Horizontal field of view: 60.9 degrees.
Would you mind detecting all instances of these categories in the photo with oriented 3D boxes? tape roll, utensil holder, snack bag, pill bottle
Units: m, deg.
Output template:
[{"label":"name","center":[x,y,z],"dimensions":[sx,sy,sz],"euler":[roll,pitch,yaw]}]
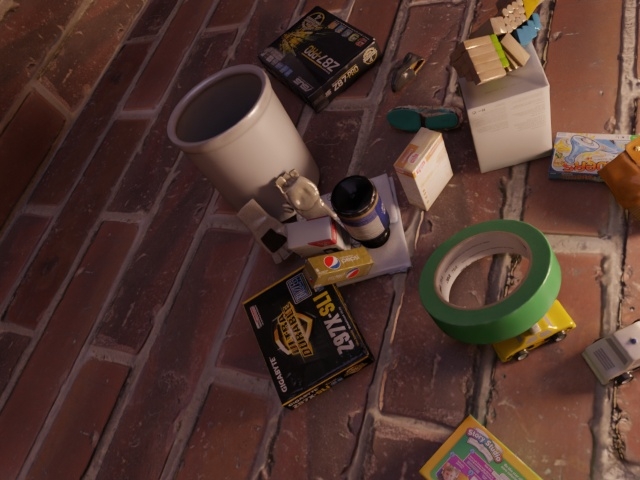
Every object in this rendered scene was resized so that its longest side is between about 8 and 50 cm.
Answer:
[{"label":"tape roll","center":[0.394,0.090,1.292],"dimensions":[0.321,0.077,0.321],"euler":[-26,35,20]},{"label":"utensil holder","center":[-0.216,-0.273,1.657],"dimensions":[0.327,0.385,0.328],"euler":[-16,47,18]},{"label":"snack bag","center":[0.083,-0.018,1.596],"dimensions":[0.323,0.037,0.343],"euler":[-16,54,14]},{"label":"pill bottle","center":[0.116,-0.067,1.454],"dimensions":[0.122,0.219,0.123],"euler":[-10,60,17]}]

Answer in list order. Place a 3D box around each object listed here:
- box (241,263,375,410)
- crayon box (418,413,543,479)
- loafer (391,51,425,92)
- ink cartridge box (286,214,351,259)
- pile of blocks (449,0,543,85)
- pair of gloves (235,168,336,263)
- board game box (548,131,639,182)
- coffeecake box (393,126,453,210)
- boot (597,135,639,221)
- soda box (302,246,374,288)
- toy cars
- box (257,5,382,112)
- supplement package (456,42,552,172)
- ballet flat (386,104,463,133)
[{"label":"box","center":[-0.039,0.241,1.447],"dimensions":[0.257,0.079,0.322],"euler":[-30,56,4]},{"label":"crayon box","center":[0.357,0.513,1.099],"dimensions":[0.165,0.081,0.278],"euler":[-45,52,-7]},{"label":"loafer","center":[0.293,-0.565,1.833],"dimensions":[0.061,0.062,0.170],"euler":[21,71,28]},{"label":"ink cartridge box","center":[0.000,0.000,1.491],"dimensions":[0.127,0.175,0.072],"euler":[-12,70,18]},{"label":"pile of blocks","center":[0.448,-0.497,1.370],"dimensions":[0.362,0.149,0.112],"euler":[-48,9,-22]},{"label":"pair of gloves","center":[-0.097,-0.071,1.578],"dimensions":[0.240,0.204,0.042],"euler":[-37,13,4]},{"label":"board game box","center":[0.716,-0.217,1.428],"dimensions":[0.201,0.035,0.136],"euler":[8,64,28]},{"label":"coffeecake box","center":[0.290,-0.197,1.517],"dimensions":[0.068,0.185,0.142],"euler":[28,74,35]},{"label":"boot","center":[0.832,-0.174,1.272],"dimensions":[0.295,0.104,0.211],"euler":[-32,72,12]},{"label":"soda box","center":[0.049,0.070,1.447],"dimensions":[0.181,0.058,0.061],"euler":[-11,52,-30]},{"label":"toy cars","center":[0.567,0.208,1.193],"dimensions":[0.393,0.087,0.177],"euler":[8,64,29]},{"label":"box","center":[-0.011,-0.685,2.028],"dimensions":[0.318,0.097,0.395],"euler":[-41,52,0]},{"label":"supplement package","center":[0.497,-0.358,1.474],"dimensions":[0.199,0.263,0.198],"euler":[-14,54,16]},{"label":"ballet flat","center":[0.328,-0.383,1.700],"dimensions":[0.240,0.091,0.077],"euler":[10,34,25]}]
